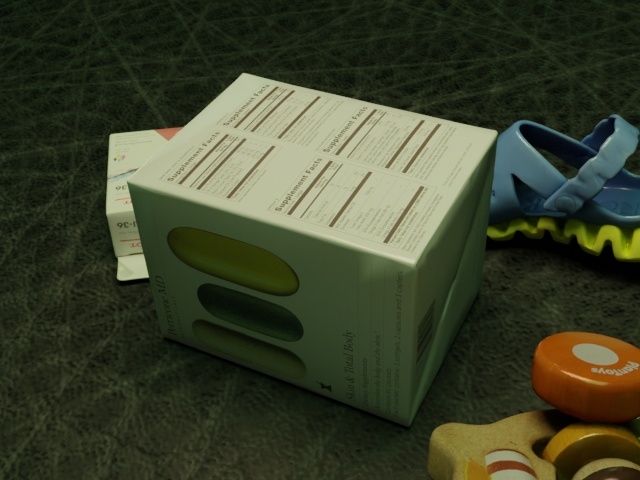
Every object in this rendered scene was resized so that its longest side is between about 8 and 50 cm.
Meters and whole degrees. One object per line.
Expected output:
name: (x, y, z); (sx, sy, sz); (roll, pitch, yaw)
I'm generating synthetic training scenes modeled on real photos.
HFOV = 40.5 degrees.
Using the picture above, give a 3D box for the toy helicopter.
toy helicopter: (0.117, 0.184, 0.509); (0.355, 0.140, 0.235); (-8, 24, -27)

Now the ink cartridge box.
ink cartridge box: (-0.176, -0.046, 0.968); (0.115, 0.067, 0.198); (-7, 41, -6)

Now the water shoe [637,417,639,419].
water shoe: (0.315, 0.144, 0.733); (0.203, 0.073, 0.080); (-19, 71, -22)

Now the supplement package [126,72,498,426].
supplement package: (0.000, 0.000, 0.801); (0.263, 0.199, 0.198); (17, 44, 21)

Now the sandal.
sandal: (0.210, -0.069, 0.910); (0.317, 0.138, 0.126); (2, 39, 21)
